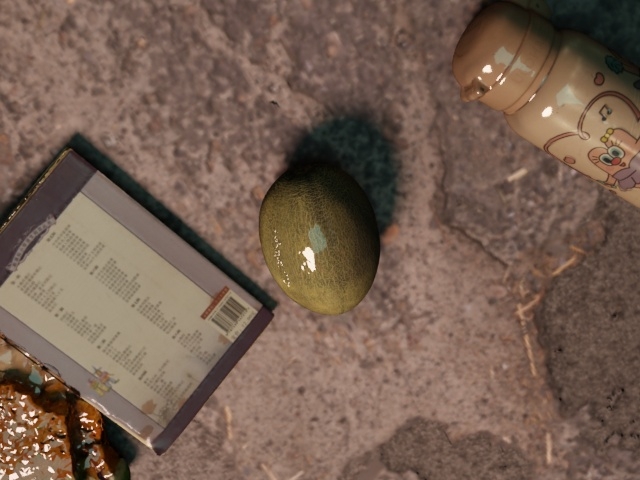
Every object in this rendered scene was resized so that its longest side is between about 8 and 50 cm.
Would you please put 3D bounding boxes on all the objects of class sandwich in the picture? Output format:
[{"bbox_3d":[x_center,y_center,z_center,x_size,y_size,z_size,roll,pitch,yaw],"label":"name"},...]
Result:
[{"bbox_3d":[-0.269,0.168,1.051,0.235,0.079,0.159,35,104,-18],"label":"sandwich"}]

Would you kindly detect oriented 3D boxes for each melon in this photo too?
[{"bbox_3d":[0.000,0.000,1.003,0.098,0.098,0.130,-13,109,-1],"label":"melon"}]

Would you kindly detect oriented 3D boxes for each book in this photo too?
[{"bbox_3d":[-0.172,0.054,1.026,0.231,0.026,0.157,41,83,-19],"label":"book"}]

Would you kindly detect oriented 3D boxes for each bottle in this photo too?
[{"bbox_3d":[0.207,-0.119,0.980,0.209,0.097,0.110,29,74,-16],"label":"bottle"}]
